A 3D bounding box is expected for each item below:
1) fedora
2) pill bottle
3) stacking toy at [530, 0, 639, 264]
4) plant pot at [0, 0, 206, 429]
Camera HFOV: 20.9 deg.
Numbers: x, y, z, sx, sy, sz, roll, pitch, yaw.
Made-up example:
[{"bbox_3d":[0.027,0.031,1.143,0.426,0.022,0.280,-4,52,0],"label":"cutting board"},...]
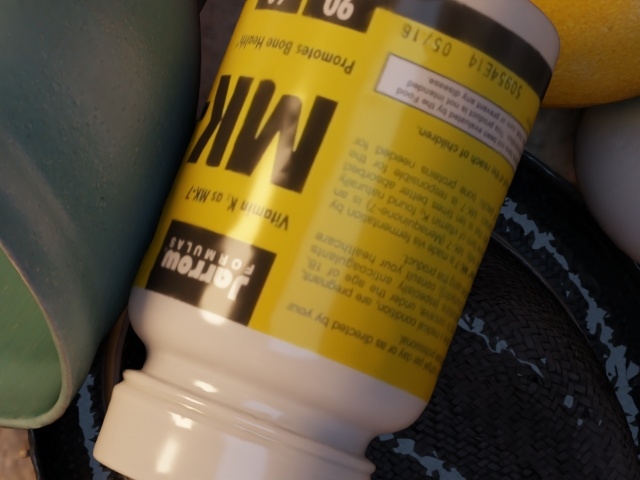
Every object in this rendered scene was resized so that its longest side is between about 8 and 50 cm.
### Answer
[{"bbox_3d":[0.033,0.086,0.777,0.334,0.152,0.334,0,91,-10],"label":"fedora"},{"bbox_3d":[0.000,0.000,0.642,0.119,0.119,0.208,22,84,-9],"label":"pill bottle"},{"bbox_3d":[0.097,-0.182,0.755,0.351,0.350,0.480,-35,115,-7],"label":"stacking toy"},{"bbox_3d":[-0.162,-0.091,0.695,0.293,0.293,0.196,41,63,-8],"label":"plant pot"}]
